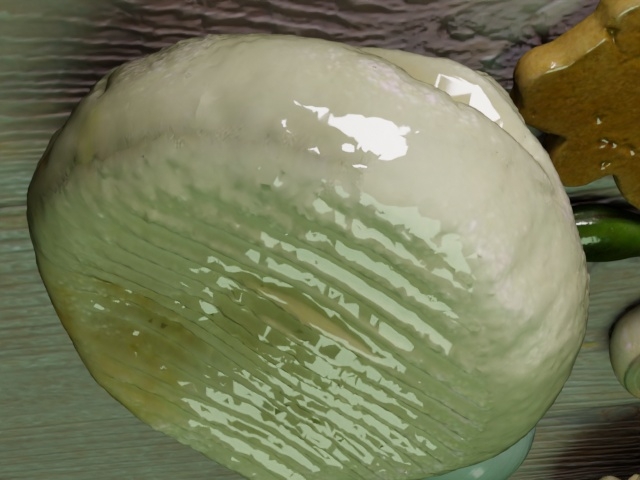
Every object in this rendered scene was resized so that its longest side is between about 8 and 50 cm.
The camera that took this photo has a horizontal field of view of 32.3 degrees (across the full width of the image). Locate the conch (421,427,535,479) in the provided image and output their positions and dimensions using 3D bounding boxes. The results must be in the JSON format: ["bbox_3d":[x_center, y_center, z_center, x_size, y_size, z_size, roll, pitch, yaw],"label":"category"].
[{"bbox_3d":[0.106,0.179,1.032,0.221,0.121,0.185,23,162,-35],"label":"conch"}]

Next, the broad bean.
[{"bbox_3d":[0.201,-0.003,0.867,0.298,0.043,0.060,1,149,-9],"label":"broad bean"}]

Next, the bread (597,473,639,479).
[{"bbox_3d":[0.457,0.336,1.134,0.424,0.245,0.329,0,139,-1],"label":"bread"}]

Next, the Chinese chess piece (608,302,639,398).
[{"bbox_3d":[0.320,0.096,0.989,0.122,0.051,0.122,-3,139,-2],"label":"Chinese chess piece"}]

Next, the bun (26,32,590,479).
[{"bbox_3d":[0.000,0.000,0.717,0.365,0.219,0.365,12,139,10],"label":"bun"}]

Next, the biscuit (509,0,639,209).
[{"bbox_3d":[0.248,-0.089,0.777,0.249,0.035,0.184,26,131,-32],"label":"biscuit"}]
